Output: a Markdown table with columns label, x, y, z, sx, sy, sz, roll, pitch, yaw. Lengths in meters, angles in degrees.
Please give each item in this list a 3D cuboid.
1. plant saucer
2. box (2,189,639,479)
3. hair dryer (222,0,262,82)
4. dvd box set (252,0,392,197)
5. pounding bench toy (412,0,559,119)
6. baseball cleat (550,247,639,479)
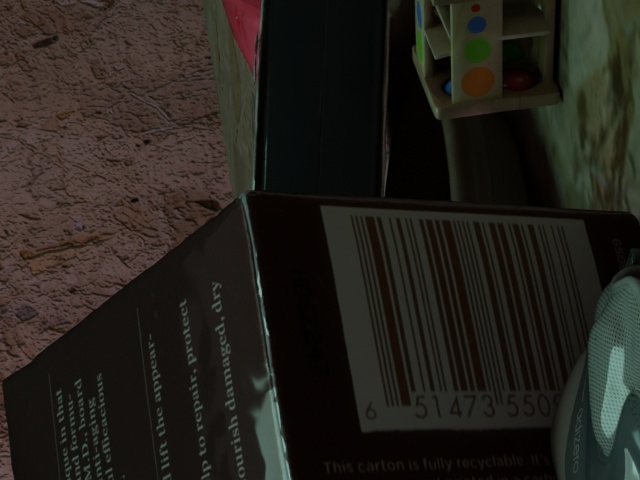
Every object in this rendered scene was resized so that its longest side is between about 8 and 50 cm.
| label | x | y | z | sx | sy | sz | roll | pitch | yaw |
| --- | --- | --- | --- | --- | --- | --- | --- | --- | --- |
| plant saucer | 0.060 | 0.054 | 0.913 | 0.278 | 0.041 | 0.277 | -179 | 90 | -84 |
| box | 0.008 | 0.097 | 0.687 | 0.203 | 0.168 | 0.167 | -36 | 59 | 52 |
| hair dryer | -0.034 | -0.170 | 1.517 | 0.293 | 0.080 | 0.223 | 160 | 102 | -84 |
| dvd box set | 0.000 | 0.000 | 1.068 | 0.420 | 0.062 | 0.307 | 84 | -172 | -86 |
| pounding bench toy | 0.064 | -0.095 | 0.792 | 0.083 | 0.052 | 0.065 | -105 | 9 | -53 |
| baseball cleat | 0.106 | 0.081 | 0.525 | 0.206 | 0.072 | 0.109 | -110 | 20 | -51 |
